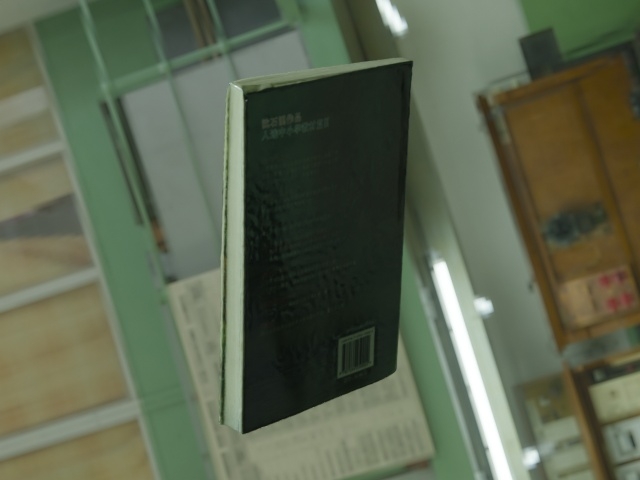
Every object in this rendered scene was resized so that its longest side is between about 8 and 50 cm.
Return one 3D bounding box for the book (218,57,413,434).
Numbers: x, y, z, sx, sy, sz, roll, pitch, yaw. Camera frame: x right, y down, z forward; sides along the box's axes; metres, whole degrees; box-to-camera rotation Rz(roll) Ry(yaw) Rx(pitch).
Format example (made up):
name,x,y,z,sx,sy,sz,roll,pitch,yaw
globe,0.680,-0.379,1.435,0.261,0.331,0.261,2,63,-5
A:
name,x,y,z,sx,sy,sz,roll,pitch,yaw
book,0.000,0.000,0.974,0.160,0.024,0.228,-15,-67,-43
